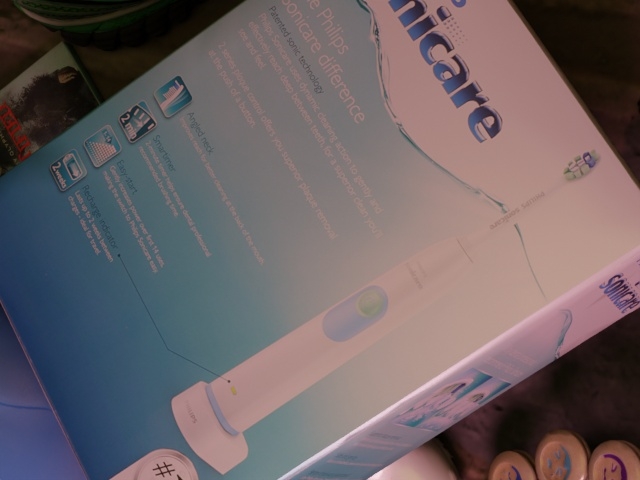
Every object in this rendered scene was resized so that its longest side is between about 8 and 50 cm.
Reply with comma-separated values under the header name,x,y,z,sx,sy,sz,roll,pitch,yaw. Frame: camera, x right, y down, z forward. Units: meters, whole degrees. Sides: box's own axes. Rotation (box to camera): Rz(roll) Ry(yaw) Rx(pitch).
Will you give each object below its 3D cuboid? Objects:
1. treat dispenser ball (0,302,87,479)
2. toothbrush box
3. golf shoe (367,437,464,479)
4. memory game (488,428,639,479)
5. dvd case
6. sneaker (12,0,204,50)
name,x,y,z,sx,sy,sz,roll,pitch,yaw
treat dispenser ball,-0.260,0.156,0.765,0.288,0.288,0.288,-1,86,20
toothbrush box,0.000,0.000,0.688,0.295,0.126,0.216,-35,71,11
golf shoe,0.003,0.113,0.782,0.176,0.086,0.069,35,96,17
memory game,0.137,0.192,0.717,0.186,0.012,0.186,-7,81,52
dvd case,-0.193,-0.063,0.902,0.119,0.013,0.087,-35,76,15
sneaker,-0.052,-0.215,0.792,0.343,0.146,0.134,-25,78,16
